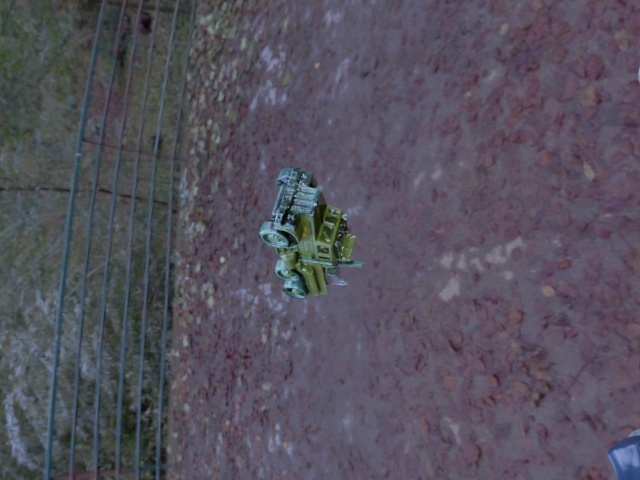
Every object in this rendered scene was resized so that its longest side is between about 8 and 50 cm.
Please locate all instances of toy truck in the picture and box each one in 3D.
[{"bbox_3d":[-0.003,-0.002,0.852,0.135,0.259,0.128,8,61,16],"label":"toy truck"}]

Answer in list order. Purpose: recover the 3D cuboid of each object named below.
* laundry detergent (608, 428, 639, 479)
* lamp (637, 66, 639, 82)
[{"bbox_3d":[0.338,0.272,0.528,0.061,0.096,0.206,-47,7,38],"label":"laundry detergent"},{"bbox_3d":[0.570,-0.240,0.774,0.106,0.106,0.193,-70,25,16],"label":"lamp"}]
